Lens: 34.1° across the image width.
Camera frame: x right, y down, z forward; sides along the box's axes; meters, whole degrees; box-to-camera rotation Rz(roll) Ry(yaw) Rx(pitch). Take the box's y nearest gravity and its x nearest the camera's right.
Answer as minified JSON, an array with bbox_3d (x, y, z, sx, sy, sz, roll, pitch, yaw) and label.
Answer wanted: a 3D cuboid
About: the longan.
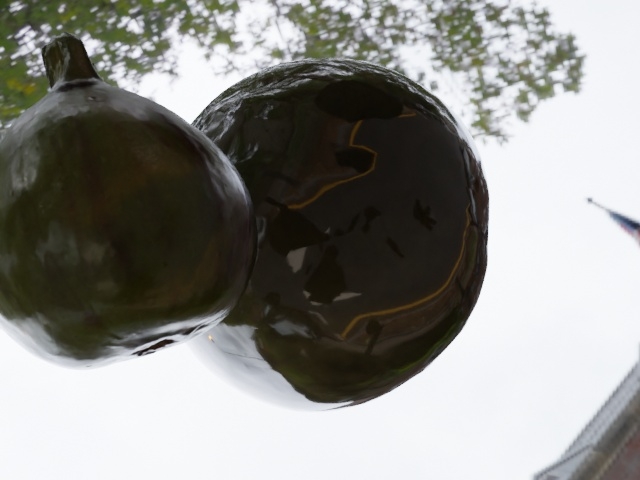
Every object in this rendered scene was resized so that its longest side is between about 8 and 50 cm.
[{"bbox_3d":[0.000,0.000,0.905,0.318,0.319,0.319,2,-93,-35],"label":"longan"}]

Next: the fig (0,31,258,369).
[{"bbox_3d":[-0.107,-0.030,0.550,0.148,0.142,0.187,-6,-93,-68],"label":"fig"}]
